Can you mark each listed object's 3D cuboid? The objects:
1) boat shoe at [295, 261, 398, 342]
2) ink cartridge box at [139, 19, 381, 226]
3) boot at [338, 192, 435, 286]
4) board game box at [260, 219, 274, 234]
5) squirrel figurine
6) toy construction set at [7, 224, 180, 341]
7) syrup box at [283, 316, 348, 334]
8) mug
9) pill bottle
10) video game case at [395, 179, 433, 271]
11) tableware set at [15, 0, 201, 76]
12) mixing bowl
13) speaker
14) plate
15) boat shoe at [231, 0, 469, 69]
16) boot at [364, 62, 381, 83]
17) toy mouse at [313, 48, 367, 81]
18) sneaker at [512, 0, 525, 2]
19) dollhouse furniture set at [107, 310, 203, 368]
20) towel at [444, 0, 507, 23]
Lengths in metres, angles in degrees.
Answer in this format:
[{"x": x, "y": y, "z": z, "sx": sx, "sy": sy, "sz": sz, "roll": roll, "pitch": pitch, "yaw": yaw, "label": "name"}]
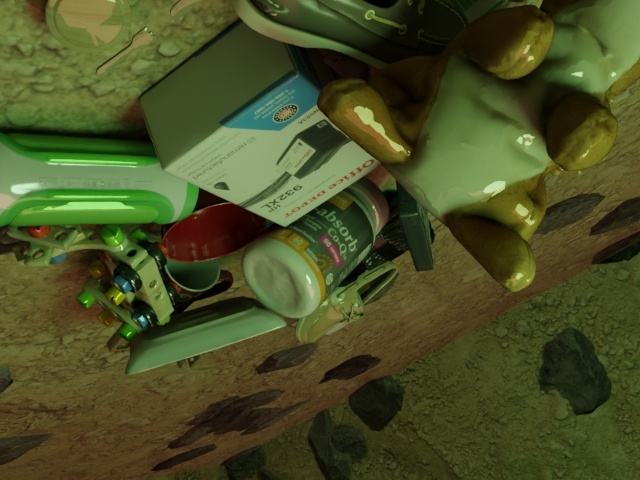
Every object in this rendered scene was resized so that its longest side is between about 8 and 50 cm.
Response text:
[{"x": 0.064, "y": 0.145, "z": 1.576, "sx": 0.302, "sy": 0.098, "sz": 0.109, "roll": -43, "pitch": 146, "yaw": -17, "label": "boat shoe"}, {"x": -0.064, "y": -0.157, "z": 0.935, "sx": 0.223, "sy": 0.129, "sz": 0.307, "roll": -32, "pitch": 155, "yaw": 18, "label": "ink cartridge box"}, {"x": 0.074, "y": 0.000, "z": 1.375, "sx": 0.260, "sy": 0.131, "sz": 0.348, "roll": -28, "pitch": 167, "yaw": 27, "label": "boot"}, {"x": -0.121, "y": -0.049, "z": 1.237, "sx": 0.186, "sy": 0.026, "sz": 0.126, "roll": -23, "pitch": 156, "yaw": -1, "label": "board game box"}, {"x": 0.247, "y": -0.181, "z": 0.747, "sx": 0.370, "sy": 0.281, "sz": 0.397, "roll": -46, "pitch": 174, "yaw": 12, "label": "squirrel figurine"}, {"x": -0.350, "y": 0.050, "z": 1.072, "sx": 0.151, "sy": 0.215, "sz": 0.328, "roll": -55, "pitch": 156, "yaw": -17, "label": "toy construction set"}, {"x": -0.010, "y": 0.180, "z": 1.723, "sx": 0.093, "sy": 0.096, "sz": 0.237, "roll": -32, "pitch": 155, "yaw": 19, "label": "syrup box"}, {"x": -0.268, "y": 0.094, "z": 1.276, "sx": 0.150, "sy": 0.113, "sz": 0.169, "roll": 34, "pitch": 136, "yaw": -13, "label": "mug"}, {"x": 0.000, "y": 0.000, "z": 1.170, "sx": 0.278, "sy": 0.162, "sz": 0.162, "roll": -44, "pitch": 173, "yaw": -39, "label": "pill bottle"}, {"x": 0.153, "y": -0.105, "z": 1.097, "sx": 0.035, "sy": 0.248, "sz": 0.275, "roll": -7, "pitch": 159, "yaw": 12, "label": "video game case"}, {"x": -0.205, "y": -0.275, "z": 0.682, "sx": 0.194, "sy": 0.039, "sz": 0.128, "roll": -34, "pitch": 143, "yaw": 9, "label": "tableware set"}, {"x": -0.190, "y": -0.050, "z": 1.083, "sx": 0.181, "sy": 0.098, "sz": 0.181, "roll": -18, "pitch": 155, "yaw": -9, "label": "mixing bowl"}, {"x": -0.321, "y": -0.080, "z": 0.872, "sx": 0.296, "sy": 0.131, "sz": 0.131, "roll": -3, "pitch": 149, "yaw": -39, "label": "speaker"}, {"x": -0.221, "y": 0.159, "z": 1.193, "sx": 0.277, "sy": 0.045, "sz": 0.278, "roll": -16, "pitch": -174, "yaw": -13, "label": "plate"}, {"x": 0.061, "y": -0.275, "z": 0.751, "sx": 0.324, "sy": 0.116, "sz": 0.097, "roll": 3, "pitch": 150, "yaw": -31, "label": "boat shoe"}, {"x": 0.088, "y": -0.247, "z": 0.916, "sx": 0.084, "sy": 0.059, "sz": 0.158, "roll": -37, "pitch": 151, "yaw": -3, "label": "boot"}, {"x": 0.015, "y": -0.238, "z": 0.810, "sx": 0.031, "sy": 0.161, "sz": 0.143, "roll": -48, "pitch": 151, "yaw": 15, "label": "toy mouse"}, {"x": 0.259, "y": -0.422, "z": 0.744, "sx": 0.121, "sy": 0.099, "sz": 0.262, "roll": -49, "pitch": 156, "yaw": -36, "label": "sneaker"}, {"x": -0.387, "y": 0.257, "z": 1.512, "sx": 0.151, "sy": 0.123, "sz": 0.144, "roll": 1, "pitch": 147, "yaw": -42, "label": "dollhouse furniture set"}, {"x": 0.124, "y": -0.340, "z": 0.841, "sx": 0.248, "sy": 0.038, "sz": 0.325, "roll": -36, "pitch": 153, "yaw": 29, "label": "towel"}]
